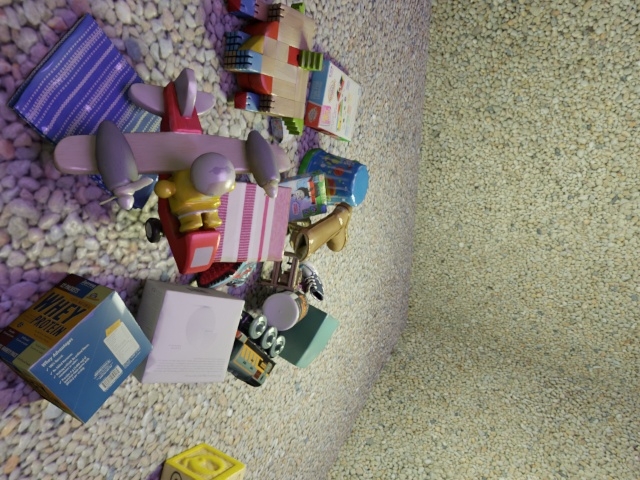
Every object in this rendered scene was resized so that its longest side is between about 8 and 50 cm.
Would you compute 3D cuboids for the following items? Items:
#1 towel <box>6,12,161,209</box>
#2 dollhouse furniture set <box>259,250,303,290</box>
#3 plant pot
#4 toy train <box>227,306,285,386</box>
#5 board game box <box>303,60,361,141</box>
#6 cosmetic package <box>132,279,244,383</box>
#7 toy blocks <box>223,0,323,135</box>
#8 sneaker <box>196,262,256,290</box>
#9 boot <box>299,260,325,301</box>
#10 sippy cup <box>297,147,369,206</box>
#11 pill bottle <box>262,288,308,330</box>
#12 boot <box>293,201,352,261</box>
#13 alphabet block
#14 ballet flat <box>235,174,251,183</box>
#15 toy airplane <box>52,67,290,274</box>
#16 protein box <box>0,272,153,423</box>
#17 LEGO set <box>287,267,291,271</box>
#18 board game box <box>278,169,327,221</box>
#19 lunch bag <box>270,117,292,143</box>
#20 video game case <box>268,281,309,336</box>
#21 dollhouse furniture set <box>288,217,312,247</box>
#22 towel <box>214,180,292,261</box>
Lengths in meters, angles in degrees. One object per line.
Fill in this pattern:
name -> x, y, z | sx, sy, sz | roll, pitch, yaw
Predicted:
towel -> -0.426, -0.243, 0.896 | 0.243, 0.040, 0.336 | -66, 153, -21
dollhouse furniture set -> -0.136, 0.098, 1.602 | 0.183, 0.129, 0.129 | -48, 149, -84
plant pot -> -0.066, 0.377, 1.722 | 0.234, 0.166, 0.165 | -61, 153, -10
toy train -> -0.231, 0.336, 1.364 | 0.190, 0.142, 0.333 | -58, 150, -22
board game box -> 0.055, -0.540, 1.709 | 0.317, 0.064, 0.241 | -3, 105, -64
cosmetic package -> -0.347, 0.235, 1.108 | 0.224, 0.138, 0.224 | 17, 86, -42
toy blocks -> -0.152, -0.505, 1.211 | 0.261, 0.191, 0.380 | -8, 109, -51
sneaker -> -0.269, 0.105, 1.323 | 0.262, 0.104, 0.125 | -39, 139, -51
boot -> -0.034, 0.169, 1.804 | 0.190, 0.069, 0.086 | 53, 22, -32
sippy cup -> 0.061, -0.232, 1.692 | 0.305, 0.224, 0.240 | -69, 154, -17
pill bottle -> -0.116, 0.239, 1.556 | 0.246, 0.131, 0.130 | 0, 103, -81
boot -> 0.000, 0.000, 1.550 | 0.269, 0.089, 0.236 | -40, 147, -43
alphabet block -> -0.379, 0.788, 1.344 | 0.193, 0.193, 0.196 | 16, 89, -67
ballet flat -> -0.240, -0.157, 1.298 | 0.079, 0.077, 0.221 | -46, 147, -14
toy airplane -> -0.265, -0.165, 0.907 | 0.386, 0.273, 0.384 | -54, 127, -20
protein box -> -0.492, 0.216, 0.877 | 0.199, 0.136, 0.201 | -54, 147, -38
LEGO set -> -0.109, 0.135, 1.758 | 0.083, 0.024, 0.054 | -5, 107, -64
board game box -> -0.086, -0.146, 1.496 | 0.212, 0.039, 0.160 | -15, 126, -12
lunch bag -> -0.127, -0.367, 1.435 | 0.071, 0.053, 0.083 | -40, 128, -55
video game case -> -0.126, 0.281, 1.776 | 0.232, 0.042, 0.210 | 4, 98, -64
dollhouse furniture set -> -0.083, 0.004, 1.627 | 0.181, 0.101, 0.160 | 73, 24, -47
towel -> -0.237, -0.053, 1.243 | 0.329, 0.037, 0.236 | 2, 100, -39
